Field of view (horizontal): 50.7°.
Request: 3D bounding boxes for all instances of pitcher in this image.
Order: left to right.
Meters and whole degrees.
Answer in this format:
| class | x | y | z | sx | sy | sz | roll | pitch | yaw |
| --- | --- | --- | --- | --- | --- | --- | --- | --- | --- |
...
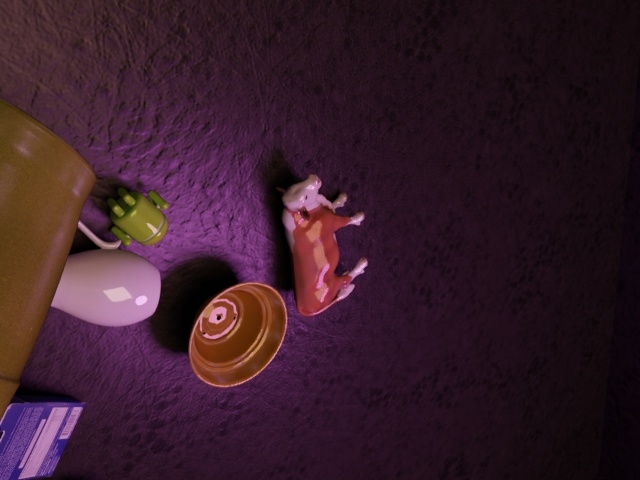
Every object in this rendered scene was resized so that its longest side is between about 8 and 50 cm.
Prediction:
| class | x | y | z | sx | sy | sz | roll | pitch | yaw |
| --- | --- | --- | --- | --- | --- | --- | --- | --- | --- |
| pitcher | -0.364 | 0.046 | 1.078 | 0.207 | 0.125 | 0.177 | 9 | 90 | -31 |

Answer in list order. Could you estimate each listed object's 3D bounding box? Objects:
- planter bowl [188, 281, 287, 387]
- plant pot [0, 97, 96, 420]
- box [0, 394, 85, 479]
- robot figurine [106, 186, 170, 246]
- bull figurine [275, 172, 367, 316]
| class | x | y | z | sx | sy | sz | roll | pitch | yaw |
| --- | --- | --- | --- | --- | --- | --- | --- | --- | --- |
| planter bowl | -0.177 | 0.164 | 1.299 | 0.217 | 0.090 | 0.217 | -18 | 120 | -34 |
| plant pot | -0.470 | 0.002 | 0.831 | 0.366 | 0.367 | 0.353 | 43 | 68 | -43 |
| box | -0.467 | 0.313 | 1.067 | 0.225 | 0.037 | 0.136 | 61 | 52 | -75 |
| robot figurine | -0.301 | -0.037 | 1.121 | 0.101 | 0.067 | 0.115 | -47 | 132 | -6 |
| bull figurine | 0.000 | 0.000 | 1.371 | 0.188 | 0.101 | 0.310 | -19 | 119 | -36 |
